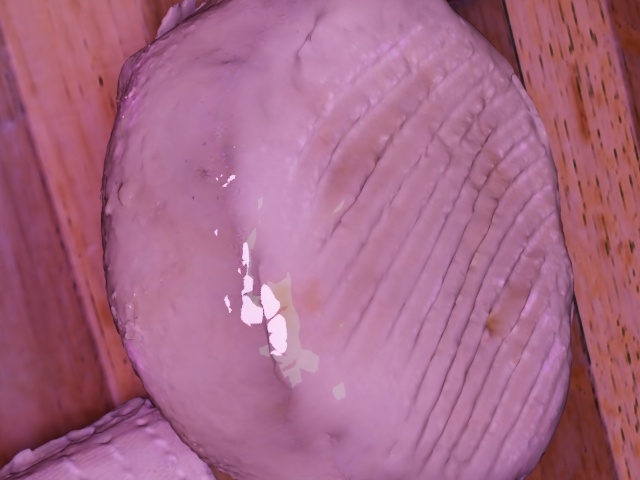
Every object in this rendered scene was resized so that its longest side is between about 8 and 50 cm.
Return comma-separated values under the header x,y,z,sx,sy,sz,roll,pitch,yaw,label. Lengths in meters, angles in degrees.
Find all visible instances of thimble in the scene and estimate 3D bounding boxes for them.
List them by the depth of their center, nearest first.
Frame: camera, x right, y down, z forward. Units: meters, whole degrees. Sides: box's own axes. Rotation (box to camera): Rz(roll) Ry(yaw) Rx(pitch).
x,y,z,sx,sy,sz,roll,pitch,yaw,label
-0.083,0.132,0.521,0.090,0.102,0.115,-26,103,-21,thimble

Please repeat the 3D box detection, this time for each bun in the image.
x,y,z,sx,sy,sz,roll,pitch,yaw,label
0.000,0.000,0.528,0.239,0.141,0.239,23,60,-48,bun
